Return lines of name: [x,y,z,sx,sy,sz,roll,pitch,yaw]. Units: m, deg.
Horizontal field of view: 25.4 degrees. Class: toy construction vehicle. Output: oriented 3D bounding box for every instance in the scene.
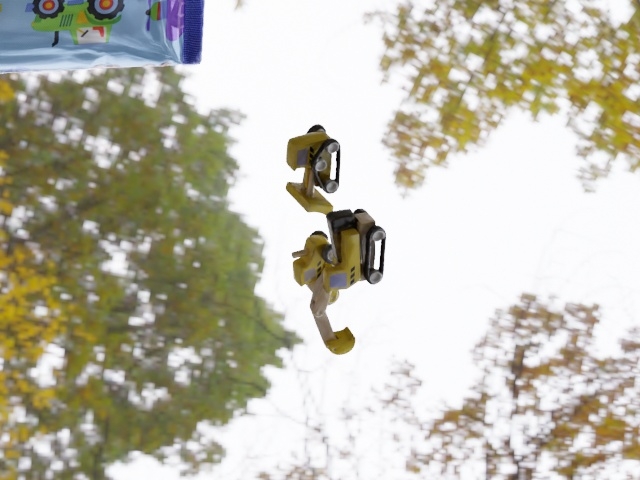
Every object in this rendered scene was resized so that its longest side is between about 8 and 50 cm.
toy construction vehicle: [0.000,0.000,0.754,0.086,0.035,0.098,-129,-144,-51]

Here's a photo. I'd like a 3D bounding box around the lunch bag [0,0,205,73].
lunch bag: [-0.163,-0.227,0.711,0.293,0.220,0.138,107,-28,-51]
